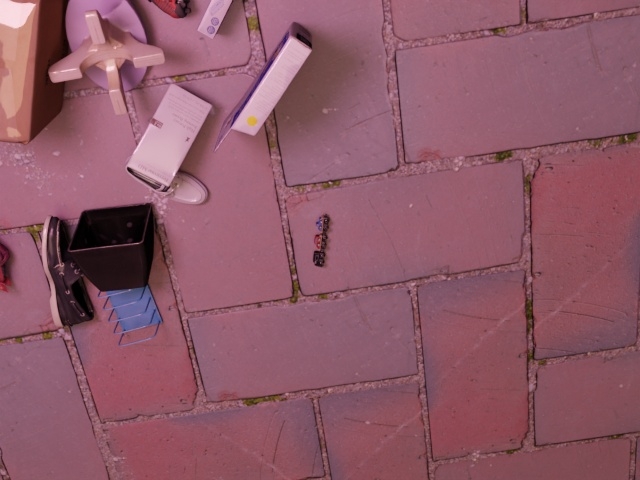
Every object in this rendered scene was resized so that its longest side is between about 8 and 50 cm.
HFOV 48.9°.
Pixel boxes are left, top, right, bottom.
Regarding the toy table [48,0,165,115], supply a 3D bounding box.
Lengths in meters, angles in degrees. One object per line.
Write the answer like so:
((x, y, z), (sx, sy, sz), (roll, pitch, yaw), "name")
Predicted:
((-0.482, -0.428, 1.603), (0.252, 0.160, 0.274), (-19, 135, 3), "toy table")

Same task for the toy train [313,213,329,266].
((0.000, 0.000, 1.939), (0.036, 0.027, 0.158), (9, 114, 5), "toy train")

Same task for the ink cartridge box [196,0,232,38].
((-0.219, -0.577, 1.637), (0.046, 0.097, 0.207), (26, 110, -14), "ink cartridge box")

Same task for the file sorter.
((-0.528, 0.190, 1.948), (0.118, 0.104, 0.170), (-15, 113, 2), "file sorter")

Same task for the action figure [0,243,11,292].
((-0.922, -0.016, 1.831), (0.275, 0.248, 0.370), (-53, 128, -26), "action figure")

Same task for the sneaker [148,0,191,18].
((-0.423, -0.606, 1.615), (0.135, 0.097, 0.276), (-37, 113, 18), "sneaker")

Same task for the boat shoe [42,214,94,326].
((-0.666, 0.086, 1.884), (0.113, 0.127, 0.339), (1, 115, -5), "boat shoe")

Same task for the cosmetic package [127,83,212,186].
((-0.372, -0.257, 1.739), (0.117, 0.085, 0.231), (27, 88, -14), "cosmetic package")

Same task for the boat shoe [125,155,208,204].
((-0.403, -0.145, 1.825), (0.226, 0.075, 0.083), (22, 111, -12), "boat shoe")

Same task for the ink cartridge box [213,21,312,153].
((-0.128, -0.349, 1.630), (0.072, 0.303, 0.307), (31, 109, -14), "ink cartridge box")

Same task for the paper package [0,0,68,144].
((-0.678, -0.416, 1.565), (0.168, 0.309, 0.324), (10, 113, -9), "paper package")

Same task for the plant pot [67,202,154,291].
((-0.528, 0.028, 1.845), (0.188, 0.187, 0.166), (-6, 125, -1), "plant pot")
